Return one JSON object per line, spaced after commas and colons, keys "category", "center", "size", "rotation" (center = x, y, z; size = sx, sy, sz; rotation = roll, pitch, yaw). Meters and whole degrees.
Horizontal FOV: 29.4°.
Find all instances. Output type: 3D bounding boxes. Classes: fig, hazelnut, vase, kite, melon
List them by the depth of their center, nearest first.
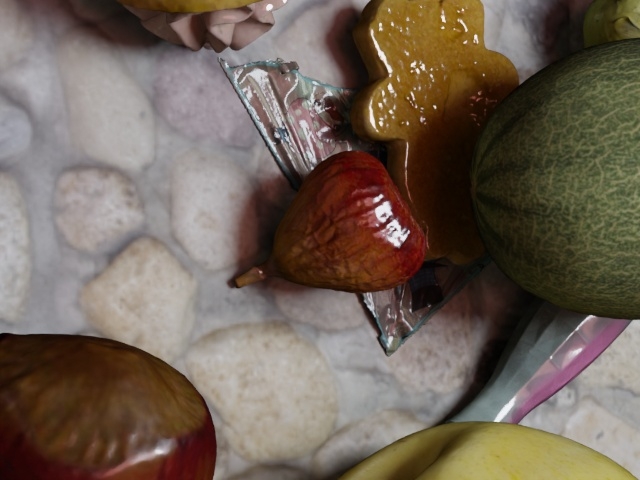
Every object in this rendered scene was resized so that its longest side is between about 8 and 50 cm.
{"category": "hazelnut", "center": [-0.178, 0.146, 0.865], "size": [0.201, 0.160, 0.170], "rotation": [14, 62, 9]}
{"category": "fig", "center": [0.008, -0.011, 0.987], "size": [0.153, 0.119, 0.119], "rotation": [-9, 91, -18]}
{"category": "melon", "center": [0.271, -0.053, 1.021], "size": [0.301, 0.237, 0.238], "rotation": [-6, 89, -11]}
{"category": "kite", "center": [0.087, -0.078, 1.100], "size": [0.406, 0.014, 0.368], "rotation": [13, 81, -29]}
{"category": "vase", "center": [0.195, 0.114, 1.115], "size": [0.214, 0.086, 0.086], "rotation": [-46, 109, -20]}

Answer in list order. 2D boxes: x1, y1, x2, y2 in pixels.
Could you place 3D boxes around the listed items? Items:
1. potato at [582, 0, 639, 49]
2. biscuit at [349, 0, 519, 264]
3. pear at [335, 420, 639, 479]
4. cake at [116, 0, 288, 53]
{"category": "potato", "center": [0.364, -0.175, 1.180], "size": [0.248, 0.169, 0.143], "rotation": [24, 96, -20]}
{"category": "biscuit", "center": [0.109, -0.102, 1.086], "size": [0.184, 0.035, 0.249], "rotation": [-22, 99, -32]}
{"category": "pear", "center": [0.135, 0.285, 0.947], "size": [0.309, 0.309, 0.309], "rotation": [2, 85, -30]}
{"category": "cake", "center": [-0.077, -0.230, 0.932], "size": [0.208, 0.185, 0.178], "rotation": [-48, 145, -26]}
